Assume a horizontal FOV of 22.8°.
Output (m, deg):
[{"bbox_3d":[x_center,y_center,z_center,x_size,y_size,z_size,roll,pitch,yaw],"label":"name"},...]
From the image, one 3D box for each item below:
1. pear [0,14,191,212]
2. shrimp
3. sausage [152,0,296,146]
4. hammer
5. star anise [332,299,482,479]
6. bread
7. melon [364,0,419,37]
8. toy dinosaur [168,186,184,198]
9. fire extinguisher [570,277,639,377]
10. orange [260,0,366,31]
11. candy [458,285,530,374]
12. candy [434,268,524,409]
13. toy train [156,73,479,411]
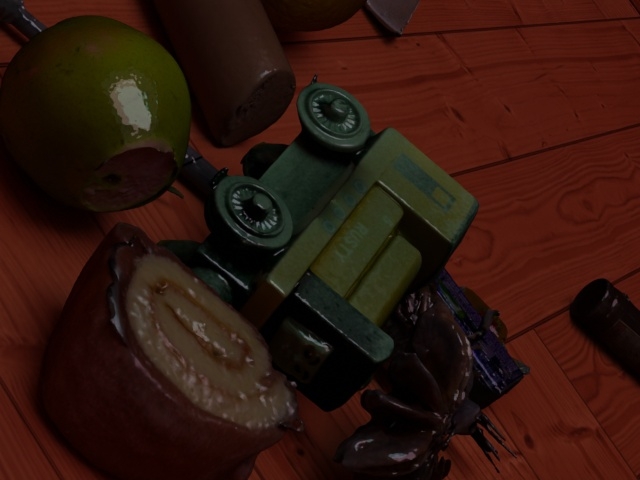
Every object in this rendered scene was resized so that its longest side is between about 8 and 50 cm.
[{"bbox_3d":[-0.226,-0.132,1.560,0.187,0.187,0.219,11,40,-51],"label":"pear"},{"bbox_3d":[0.124,0.117,1.836,0.145,0.116,0.343,-29,81,-48],"label":"shrimp"},{"bbox_3d":[-0.117,-0.243,1.903,0.123,0.123,0.252,9,49,-52],"label":"sausage"},{"bbox_3d":[-0.216,-0.139,1.722,0.427,0.044,0.152,43,28,-18],"label":"hammer"},{"bbox_3d":[0.100,0.180,1.641,0.093,0.236,0.229,18,5,30],"label":"star anise"},{"bbox_3d":[-0.137,0.126,1.430,0.244,0.123,0.190,40,31,-18],"label":"bread"},{"bbox_3d":[0.106,-0.404,2.461,0.139,0.093,0.202,34,27,-15],"label":"melon"},{"bbox_3d":[-0.187,-0.082,1.680,0.120,0.029,0.060,28,56,-28],"label":"toy dinosaur"},{"bbox_3d":[0.472,0.173,2.341,0.252,0.075,0.106,43,57,-18],"label":"fire extinguisher"},{"bbox_3d":[-0.023,-0.385,2.110,0.236,0.236,0.236,36,31,-26],"label":"orange"},{"bbox_3d":[0.200,0.107,2.034,0.182,0.046,0.053,48,31,6],"label":"candy"},{"bbox_3d":[0.129,0.067,1.958,0.312,0.061,0.088,55,29,9],"label":"candy"},{"bbox_3d":[0.000,0.000,1.665,0.253,0.160,0.397,41,41,-2],"label":"toy train"}]
